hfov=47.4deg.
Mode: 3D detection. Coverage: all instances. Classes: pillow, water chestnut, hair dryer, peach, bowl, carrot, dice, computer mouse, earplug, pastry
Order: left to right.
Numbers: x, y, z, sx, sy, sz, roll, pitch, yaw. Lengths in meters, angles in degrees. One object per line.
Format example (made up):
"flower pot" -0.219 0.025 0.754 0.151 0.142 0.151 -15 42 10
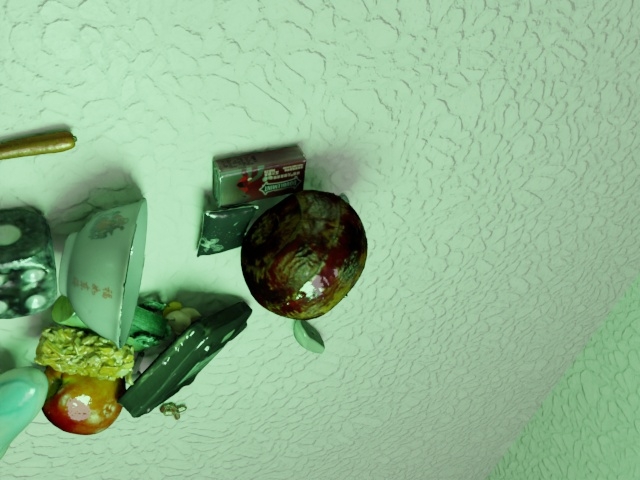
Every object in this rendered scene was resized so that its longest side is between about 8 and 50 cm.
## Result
"earplug" -0.801 0.421 1.833 0.185 0.185 0.324 21 128 -43
"dice" -0.673 0.051 1.580 0.182 0.181 0.183 -7 135 -22
"carrot" -0.621 -0.186 1.480 0.247 0.043 0.043 -12 136 -17
"peach" -0.628 0.398 1.944 0.243 0.199 0.244 -15 108 -56
"pastry" -0.577 0.287 1.813 0.249 0.103 0.154 18 146 -14
"bowl" -0.491 0.062 1.635 0.157 0.346 0.346 9 129 -9
"hair dryer" -0.533 0.360 2.088 0.063 0.038 0.124 9 120 -36
"pillow" -0.240 -0.025 1.825 0.141 0.055 0.208 -10 153 -24
"computer mouse" -0.041 0.304 2.284 0.056 0.089 0.181 -28 143 13
"water chestnut" -0.024 0.047 1.808 0.350 0.350 0.302 -40 121 11

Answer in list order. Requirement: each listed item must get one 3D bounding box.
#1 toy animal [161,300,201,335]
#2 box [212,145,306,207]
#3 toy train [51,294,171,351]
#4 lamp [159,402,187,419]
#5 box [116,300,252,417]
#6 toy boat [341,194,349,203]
"toy animal" -0.386 0.227 2.001 0.091 0.082 0.114 -48 137 15
"box" -0.149 -0.156 1.771 0.224 0.069 0.120 -12 137 -22
"toy train" -0.528 0.190 1.868 0.189 0.127 0.307 -8 152 36
"lamp" -0.470 0.538 2.306 0.083 0.031 0.063 21 117 -38
"box" -0.357 0.317 1.990 0.350 0.091 0.359 -45 174 17
"toy boat" 0.000 0.000 2.017 0.282 0.096 0.206 -52 133 5
